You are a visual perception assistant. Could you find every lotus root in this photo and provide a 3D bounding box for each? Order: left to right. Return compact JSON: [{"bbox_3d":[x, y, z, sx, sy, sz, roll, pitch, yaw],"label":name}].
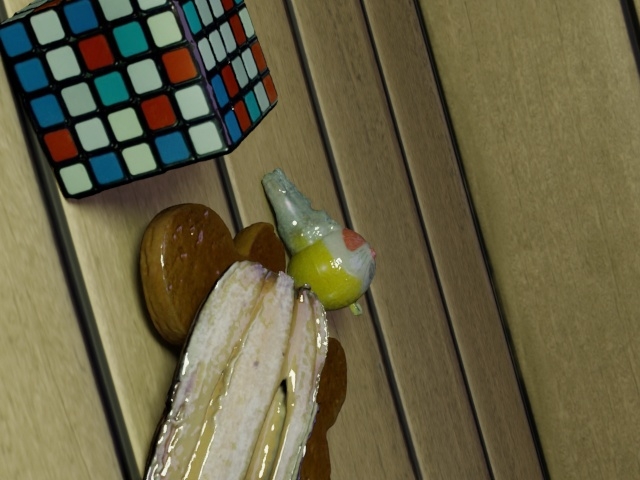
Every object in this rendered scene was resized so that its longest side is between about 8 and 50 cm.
[{"bbox_3d":[-0.095,0.184,1.324,0.167,0.078,0.329,32,63,-23],"label":"lotus root"}]

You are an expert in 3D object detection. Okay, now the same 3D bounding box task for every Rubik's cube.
[{"bbox_3d":[-0.167,-0.166,1.288,0.187,0.182,0.184,-63,136,-63],"label":"Rubik's cube"}]

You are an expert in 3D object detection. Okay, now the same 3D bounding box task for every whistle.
[{"bbox_3d":[0.000,0.000,1.781,0.223,0.123,0.123,60,19,-2],"label":"whistle"}]

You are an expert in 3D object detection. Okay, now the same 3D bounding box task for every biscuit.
[{"bbox_3d":[-0.089,0.118,1.487,0.432,0.064,0.283,54,38,-44],"label":"biscuit"}]
